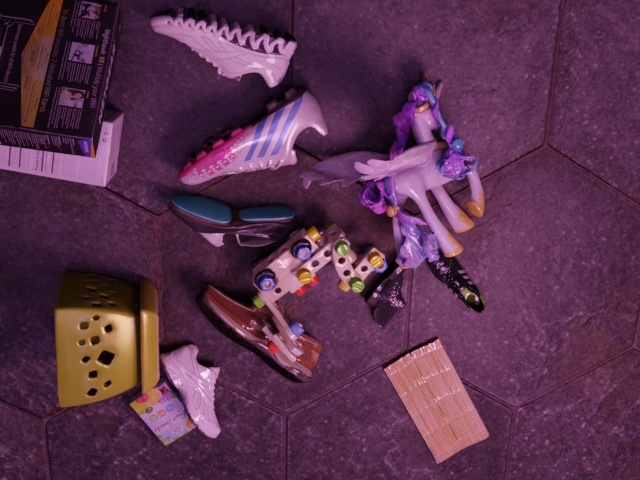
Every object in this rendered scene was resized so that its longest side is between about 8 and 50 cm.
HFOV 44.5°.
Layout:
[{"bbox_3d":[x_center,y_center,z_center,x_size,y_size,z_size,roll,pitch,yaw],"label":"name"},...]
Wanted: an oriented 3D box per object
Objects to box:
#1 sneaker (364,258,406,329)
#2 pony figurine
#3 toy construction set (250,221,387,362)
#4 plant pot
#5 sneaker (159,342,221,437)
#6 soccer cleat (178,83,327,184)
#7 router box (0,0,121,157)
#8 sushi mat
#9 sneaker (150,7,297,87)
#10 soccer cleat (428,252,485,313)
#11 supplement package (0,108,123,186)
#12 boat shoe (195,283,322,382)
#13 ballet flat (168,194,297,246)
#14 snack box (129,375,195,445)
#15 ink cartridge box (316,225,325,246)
[{"bbox_3d":[0.167,0.120,1.796,0.089,0.051,0.170,35,107,-15],"label":"sneaker"},{"bbox_3d":[0.181,-0.130,1.623,0.351,0.303,0.363,-31,108,-29],"label":"pony figurine"},{"bbox_3d":[-0.022,0.092,1.687,0.328,0.151,0.215,-46,120,-6],"label":"toy construction set"},{"bbox_3d":[-0.451,0.203,1.678,0.207,0.227,0.228,-1,108,-12],"label":"plant pot"},{"bbox_3d":[-0.272,0.341,1.797,0.115,0.090,0.232,-28,100,-16],"label":"sneaker"},{"bbox_3d":[-0.136,-0.186,1.626,0.331,0.116,0.143,-33,108,6],"label":"soccer cleat"},{"bbox_3d":[-0.522,-0.322,1.472,0.243,0.081,0.309,8,68,-8],"label":"router box"},{"bbox_3d":[0.287,0.394,1.914,0.151,0.019,0.316,-27,108,5],"label":"sushi mat"},{"bbox_3d":[-0.199,-0.386,1.565,0.292,0.110,0.118,13,116,-9],"label":"sneaker"},{"bbox_3d":[0.317,0.097,1.788,0.060,0.072,0.179,-43,107,9],"label":"soccer cleat"},{"bbox_3d":[-0.535,-0.206,1.570,0.244,0.139,0.134,10,107,-7],"label":"supplement package"},{"bbox_3d":[-0.132,0.193,1.767,0.324,0.122,0.120,40,71,-19],"label":"boat shoe"},{"bbox_3d":[-0.190,-0.031,1.690,0.280,0.095,0.096,7,120,-8],"label":"ballet flat"},{"bbox_3d":[-0.366,0.402,1.845,0.100,0.037,0.141,-32,109,6],"label":"snack box"},{"bbox_3d":[0.000,0.000,1.748,0.083,0.028,0.048,-21,110,1],"label":"ink cartridge box"}]
